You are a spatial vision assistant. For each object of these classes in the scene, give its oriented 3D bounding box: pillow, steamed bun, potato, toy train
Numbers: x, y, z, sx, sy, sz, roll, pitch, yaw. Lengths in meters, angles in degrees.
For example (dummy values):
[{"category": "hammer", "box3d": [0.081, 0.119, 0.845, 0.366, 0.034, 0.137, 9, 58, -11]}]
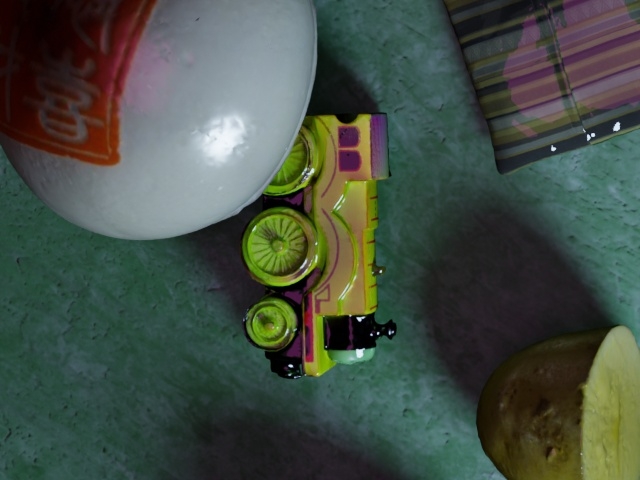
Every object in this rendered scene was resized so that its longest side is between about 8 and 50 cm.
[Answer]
[{"category": "pillow", "box3d": [0.247, -0.193, 1.797, 0.208, 0.052, 0.212, -18, 90, 14]}, {"category": "steamed bun", "box3d": [-0.193, -0.188, 1.788, 0.374, 0.241, 0.374, -5, 81, 34]}, {"category": "potato", "box3d": [0.232, 0.185, 1.785, 0.158, 0.178, 0.203, -1, 109, 33]}, {"category": "toy train", "box3d": [0.000, 0.000, 1.863, 0.160, 0.100, 0.296, 1, 95, 15]}]
